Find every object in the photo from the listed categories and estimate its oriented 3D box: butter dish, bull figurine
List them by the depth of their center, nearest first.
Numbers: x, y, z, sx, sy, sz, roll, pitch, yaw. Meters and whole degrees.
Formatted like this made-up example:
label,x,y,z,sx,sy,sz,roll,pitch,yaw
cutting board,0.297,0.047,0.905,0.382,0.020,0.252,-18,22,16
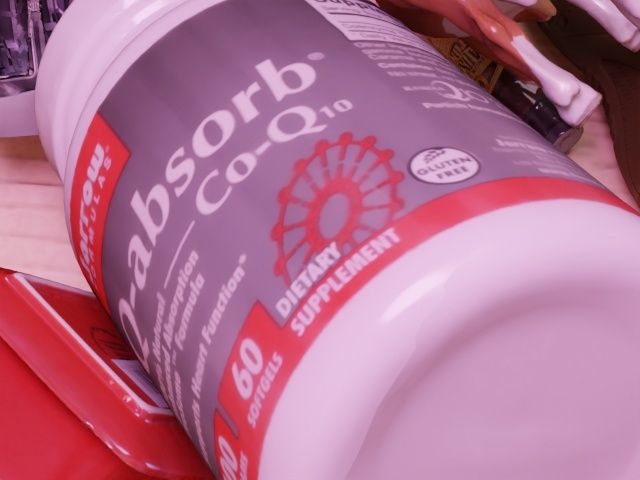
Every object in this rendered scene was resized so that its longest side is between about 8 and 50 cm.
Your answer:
label,x,y,z,sx,sy,sz,roll,pitch,yaw
butter dish,-0.131,0.098,0.841,0.160,0.160,0.118,42,97,22
bull figurine,0.088,-0.148,0.896,0.188,0.310,0.101,38,103,5

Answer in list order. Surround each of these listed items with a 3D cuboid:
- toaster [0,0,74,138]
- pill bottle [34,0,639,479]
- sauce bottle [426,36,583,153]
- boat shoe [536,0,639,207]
label,x,y,z,sx,sy,sz,roll,pitch,yaw
toaster,-0.141,-0.152,0.954,0.168,0.185,0.110,-11,31,-18
pill bottle,0.000,0.000,0.797,0.210,0.210,0.363,-24,38,-15
sauce bottle,0.109,-0.104,1.013,0.042,0.042,0.128,-30,62,-18
boat shoe,0.219,-0.097,0.978,0.098,0.109,0.302,-8,52,-29
